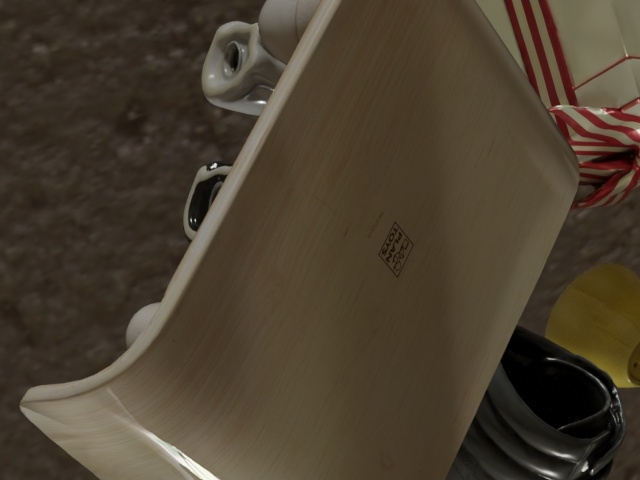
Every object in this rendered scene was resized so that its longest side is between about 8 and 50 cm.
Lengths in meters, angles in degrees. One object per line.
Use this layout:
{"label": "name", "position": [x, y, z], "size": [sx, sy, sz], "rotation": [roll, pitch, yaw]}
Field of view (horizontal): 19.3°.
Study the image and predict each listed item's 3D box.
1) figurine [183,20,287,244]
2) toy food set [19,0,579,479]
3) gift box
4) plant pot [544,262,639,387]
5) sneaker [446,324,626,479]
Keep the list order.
{"label": "figurine", "position": [-0.001, -0.068, 1.609], "size": [0.092, 0.209, 0.215], "rotation": [-23, 55, 49]}
{"label": "toy food set", "position": [0.000, 0.000, 0.877], "size": [0.092, 0.306, 0.220], "rotation": [9, 152, 39]}
{"label": "gift box", "position": [0.287, -0.180, 1.961], "size": [0.255, 0.276, 0.258], "rotation": [-35, 65, 52]}
{"label": "plant pot", "position": [0.321, 0.104, 2.006], "size": [0.095, 0.134, 0.134], "rotation": [37, 123, 48]}
{"label": "sneaker", "position": [0.147, 0.160, 1.115], "size": [0.296, 0.104, 0.147], "rotation": [38, 121, -26]}
